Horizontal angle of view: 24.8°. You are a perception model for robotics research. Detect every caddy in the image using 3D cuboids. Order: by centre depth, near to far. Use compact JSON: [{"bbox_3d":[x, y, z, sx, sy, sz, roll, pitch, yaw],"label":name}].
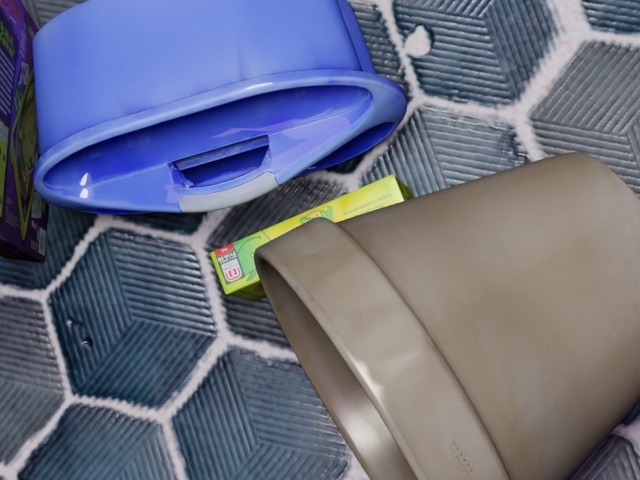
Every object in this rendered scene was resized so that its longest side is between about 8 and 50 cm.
[{"bbox_3d":[-0.096,-0.114,1.302,0.341,0.241,0.179,-16,75,12],"label":"caddy"}]

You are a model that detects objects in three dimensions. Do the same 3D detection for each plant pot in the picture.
[{"bbox_3d":[0.143,0.074,1.205,0.280,0.323,0.323,-31,76,-8],"label":"plant pot"}]

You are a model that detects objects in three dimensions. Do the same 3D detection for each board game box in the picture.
[{"bbox_3d":[-0.283,-0.100,1.291,0.056,0.347,0.208,8,83,-1],"label":"board game box"},{"bbox_3d":[0.000,0.000,1.338,0.181,0.092,0.043,-23,79,10],"label":"board game box"}]
